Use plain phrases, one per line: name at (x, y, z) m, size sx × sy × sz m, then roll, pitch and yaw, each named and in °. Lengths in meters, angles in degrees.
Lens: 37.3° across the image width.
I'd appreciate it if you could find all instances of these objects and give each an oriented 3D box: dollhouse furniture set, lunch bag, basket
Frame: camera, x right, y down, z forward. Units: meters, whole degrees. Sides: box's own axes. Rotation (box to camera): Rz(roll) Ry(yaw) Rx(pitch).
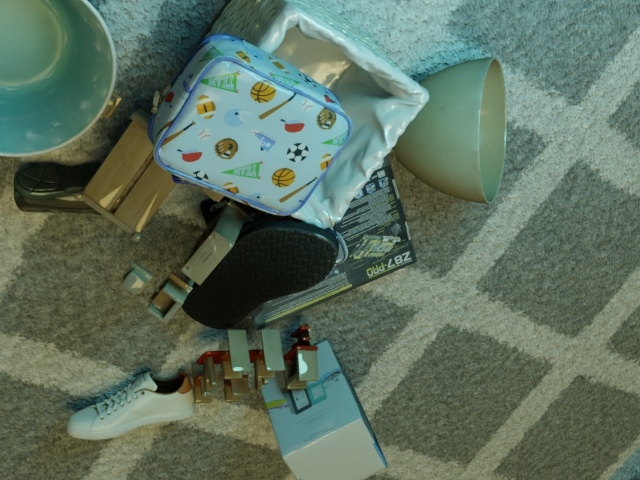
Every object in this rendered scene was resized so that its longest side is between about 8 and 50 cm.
dollhouse furniture set at (-0.142, 0.257, 2.089) m, size 0.259 × 0.135 × 0.262 m, roll 2°, pitch 156°, yaw -25°
lunch bag at (-0.120, -0.175, 1.511) m, size 0.303 × 0.115 × 0.243 m, roll 23°, pitch 116°, yaw -31°
dollhouse furniture set at (-0.329, -0.078, 1.766) m, size 0.355 × 0.174 × 0.303 m, roll 38°, pitch 108°, yaw -9°
basket at (-0.053, -0.256, 1.710) m, size 0.328 × 0.266 × 0.331 m, roll 26°, pitch 111°, yaw -32°

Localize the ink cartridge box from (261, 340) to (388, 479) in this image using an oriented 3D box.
ink cartridge box at (0.000, 0.416, 2.195) m, size 0.197 × 0.270 × 0.198 m, roll -26°, pitch 128°, yaw 1°

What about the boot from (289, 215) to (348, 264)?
boot at (0.000, 0.000, 1.899) m, size 0.069 × 0.086 × 0.190 m, roll -38°, pitch 124°, yaw 8°

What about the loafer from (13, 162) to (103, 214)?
loafer at (-0.446, -0.092, 1.802) m, size 0.267 × 0.096 × 0.084 m, roll 2°, pitch 142°, yaw -21°

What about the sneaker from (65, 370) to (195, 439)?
sneaker at (-0.427, 0.354, 2.113) m, size 0.290 × 0.106 × 0.123 m, roll -11°, pitch 117°, yaw -22°

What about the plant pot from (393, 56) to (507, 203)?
plant pot at (0.251, -0.217, 1.878) m, size 0.190 × 0.284 × 0.284 m, roll 3°, pitch 131°, yaw 21°

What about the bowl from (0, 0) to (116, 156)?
bowl at (-0.504, -0.312, 1.563) m, size 0.311 × 0.163 × 0.312 m, roll -11°, pitch 125°, yaw -16°

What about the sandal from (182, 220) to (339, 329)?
sandal at (-0.129, 0.045, 1.863) m, size 0.167 × 0.107 × 0.445 m, roll 37°, pitch 139°, yaw -22°

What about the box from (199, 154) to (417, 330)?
box at (-0.015, -0.013, 2.002) m, size 0.394 × 0.097 × 0.318 m, roll -23°, pitch 127°, yaw -3°
